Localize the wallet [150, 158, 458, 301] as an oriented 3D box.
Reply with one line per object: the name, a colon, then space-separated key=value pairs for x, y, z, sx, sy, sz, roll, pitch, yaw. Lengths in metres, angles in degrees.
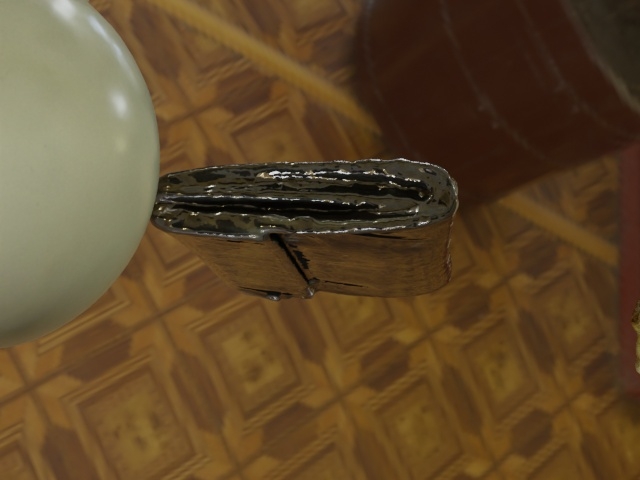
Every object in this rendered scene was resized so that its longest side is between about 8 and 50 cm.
wallet: x=0.000 y=0.001 z=1.254 sx=0.406 sy=0.228 sz=0.062 roll=64 pitch=25 yaw=-79

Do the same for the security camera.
security camera: x=-0.172 y=-0.065 z=0.703 sx=0.194 sy=0.194 sz=0.236 roll=-3 pitch=61 yaw=-44

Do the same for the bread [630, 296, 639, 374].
bread: x=0.317 y=0.010 z=0.914 sx=0.234 sy=0.184 sz=0.110 roll=-60 pitch=157 yaw=-22
